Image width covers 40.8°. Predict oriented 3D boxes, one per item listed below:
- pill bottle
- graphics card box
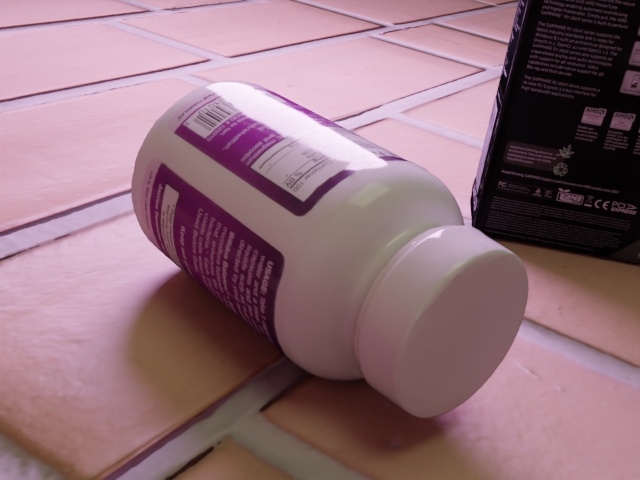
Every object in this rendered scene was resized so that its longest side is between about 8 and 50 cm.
[{"bbox_3d":[0.000,0.000,0.650,0.169,0.169,0.301,-13,34,-38],"label":"pill bottle"},{"bbox_3d":[0.300,-0.164,0.856,0.233,0.371,0.094,9,26,3],"label":"graphics card box"}]
